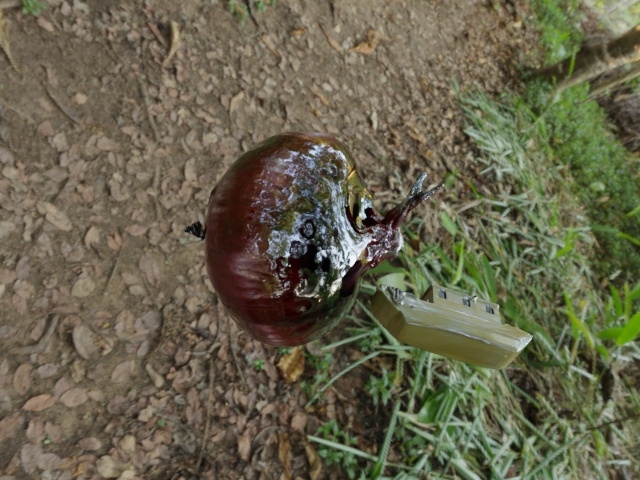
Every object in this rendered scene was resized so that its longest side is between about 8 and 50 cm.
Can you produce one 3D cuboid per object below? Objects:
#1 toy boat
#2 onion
[{"bbox_3d":[0.154,0.096,0.607,0.201,0.057,0.077,17,41,-9],"label":"toy boat"},{"bbox_3d":[0.000,0.000,0.611,0.273,0.285,0.272,3,90,-73],"label":"onion"}]
